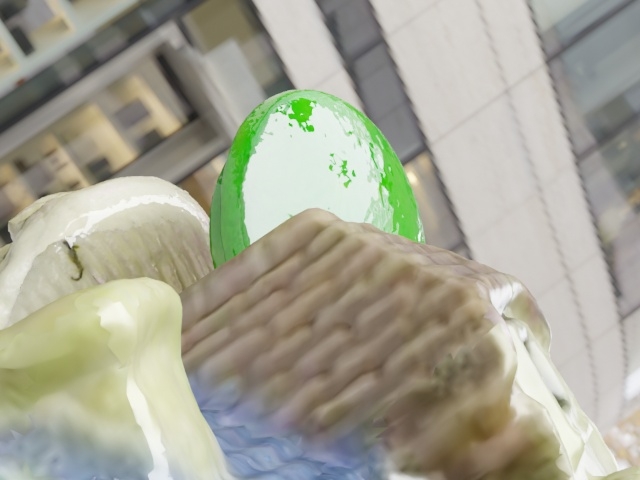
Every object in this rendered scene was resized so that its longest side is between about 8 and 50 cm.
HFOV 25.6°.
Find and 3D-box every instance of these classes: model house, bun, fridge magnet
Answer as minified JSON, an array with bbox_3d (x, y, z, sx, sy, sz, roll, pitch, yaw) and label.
[{"bbox_3d":[0.029,0.117,0.416,0.266,0.261,0.321,57,13,5],"label":"model house"},{"bbox_3d":[-0.175,0.058,1.033,0.116,0.237,0.210,40,-12,47],"label":"bun"},{"bbox_3d":[0.000,0.000,0.961,0.088,0.208,0.208,-12,-58,36],"label":"fridge magnet"}]
